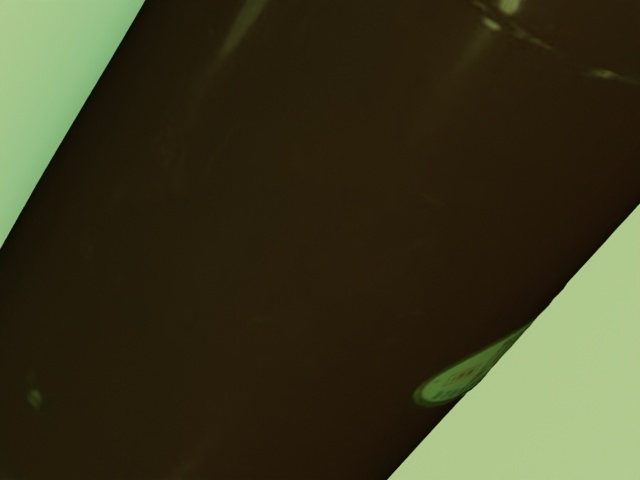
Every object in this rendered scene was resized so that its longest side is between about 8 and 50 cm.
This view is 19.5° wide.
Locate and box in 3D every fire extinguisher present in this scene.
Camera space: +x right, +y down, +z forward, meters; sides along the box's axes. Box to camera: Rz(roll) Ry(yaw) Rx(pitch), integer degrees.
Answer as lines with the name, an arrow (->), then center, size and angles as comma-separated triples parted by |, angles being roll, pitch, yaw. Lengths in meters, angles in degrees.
fire extinguisher -> 0.000, 0.000, 0.438 | 0.135, 0.114, 0.337 | 12, 136, -29
